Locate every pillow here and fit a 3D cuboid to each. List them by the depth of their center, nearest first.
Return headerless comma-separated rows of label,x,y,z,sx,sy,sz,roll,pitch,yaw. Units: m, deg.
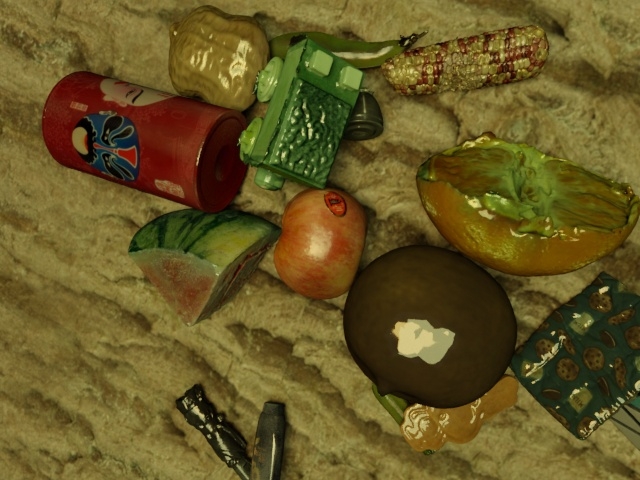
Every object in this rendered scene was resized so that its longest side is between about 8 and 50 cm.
pillow,0.473,0.196,0.809,0.255,0.034,0.189,-46,44,10

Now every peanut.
peanut,-0.211,-0.362,0.926,0.233,0.110,0.197,26,108,10

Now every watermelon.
watermelon,-0.236,0.040,0.934,0.261,0.213,0.201,12,112,16

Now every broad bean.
broad bean,0.041,-0.369,0.906,0.325,0.067,0.075,2,124,9

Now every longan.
longan,0.177,0.144,0.784,0.297,0.297,0.297,1,93,11

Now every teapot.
teapot,0.058,-0.247,0.894,0.124,0.092,0.091,-1,78,6

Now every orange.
orange,0.317,-0.052,0.766,0.334,0.262,0.196,18,112,2

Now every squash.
squash,0.168,0.344,0.920,0.052,0.052,0.183,-42,86,10

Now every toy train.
toy train,-0.041,-0.217,0.834,0.159,0.188,0.272,20,90,-30

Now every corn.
corn,0.257,-0.320,0.842,0.289,0.098,0.098,-7,92,11

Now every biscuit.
biscuit,0.257,0.307,0.884,0.236,0.040,0.144,-37,80,-5

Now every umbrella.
umbrella,-0.222,0.421,1.001,0.236,0.059,0.066,50,123,3

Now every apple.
apple,0.000,0.000,0.860,0.164,0.209,0.209,14,96,2

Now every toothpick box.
toothpick box,-0.331,-0.194,0.907,0.333,0.204,0.204,17,96,13

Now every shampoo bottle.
shampoo bottle,-0.110,0.455,0.950,0.049,0.087,0.234,15,75,-32

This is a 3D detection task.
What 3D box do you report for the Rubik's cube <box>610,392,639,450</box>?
Rubik's cube,0.614,0.295,0.784,0.228,0.229,0.233,12,52,-25
